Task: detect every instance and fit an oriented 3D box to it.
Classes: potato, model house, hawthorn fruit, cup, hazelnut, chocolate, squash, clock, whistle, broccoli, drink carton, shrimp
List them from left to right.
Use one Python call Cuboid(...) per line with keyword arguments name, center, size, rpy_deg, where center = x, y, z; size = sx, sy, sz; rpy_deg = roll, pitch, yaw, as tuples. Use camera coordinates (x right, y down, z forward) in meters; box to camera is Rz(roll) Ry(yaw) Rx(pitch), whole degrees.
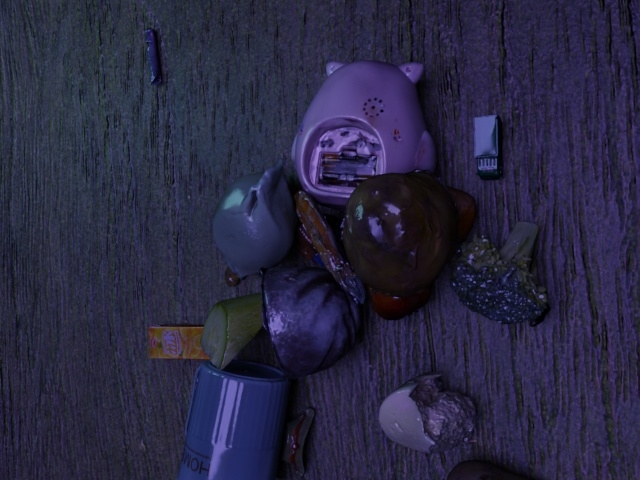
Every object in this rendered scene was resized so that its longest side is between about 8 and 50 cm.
Cuboid(name="whistle", center=(-0.504, -0.553, 2.172), size=(0.033, 0.033, 0.176), rpy_deg=(-11, 83, 24))
Cuboid(name="drink carton", center=(-0.384, 0.290, 2.068), size=(0.223, 0.071, 0.096), rpy_deg=(-3, 88, 24))
Cuboid(name="potato", center=(-0.243, 0.087, 2.025), size=(0.047, 0.045, 0.092), rpy_deg=(22, 103, -7))
Cuboid(name="cup", center=(-0.224, 0.484, 1.921), size=(0.257, 0.331, 0.311), rpy_deg=(11, 91, -9))
Cuboid(name="squash", center=(-0.203, 0.225, 1.897), size=(0.237, 0.155, 0.203), rpy_deg=(26, 101, 63))
Cuboid(name="chocolate", center=(-0.009, 0.187, 1.795), size=(0.213, 0.303, 0.303), rpy_deg=(-15, 82, 7))
Cuboid(name="model house", center=(0.000, 0.000, 1.859), size=(0.119, 0.149, 0.148), rpy_deg=(-43, 75, 20))
Cuboid(name="shrimp", center=(0.021, 0.011, 1.712), size=(0.062, 0.164, 0.316), rpy_deg=(-29, 73, -7))
Cuboid(name="clock", center=(0.102, -0.255, 1.764), size=(0.369, 0.250, 0.376), rpy_deg=(7, 91, 24))
Cuboid(name="hawthorn fruit", center=(0.180, 0.100, 1.771), size=(0.169, 0.169, 0.188), rpy_deg=(-33, 77, 20))
Cuboid(name="potato", center=(0.165, 0.001, 1.537), size=(0.289, 0.237, 0.301), rpy_deg=(43, 104, -3))
Cuboid(name="hazelnut", center=(0.298, -0.060, 1.743), size=(0.150, 0.150, 0.150), rpy_deg=(-1, 88, 25))
Cuboid(name="potato", center=(0.411, 0.604, 1.646), size=(0.262, 0.165, 0.164), rpy_deg=(20, 97, 17))
Cuboid(name="broccoli", center=(0.432, 0.072, 1.661), size=(0.247, 0.263, 0.243), rpy_deg=(34, 76, -11))

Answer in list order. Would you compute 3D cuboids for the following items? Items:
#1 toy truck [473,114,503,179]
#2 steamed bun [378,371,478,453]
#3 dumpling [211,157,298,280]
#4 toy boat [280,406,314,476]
Cuboid(name="toy truck", center=(0.403, -0.219, 1.720), size=(0.065, 0.079, 0.147), rpy_deg=(-1, 90, 24))
Cuboid(name="steamed bun", center=(0.254, 0.398, 1.687), size=(0.200, 0.225, 0.170), rpy_deg=(14, 94, 26))
Cuboid(name="dumpling", center=(-0.174, -0.065, 1.865), size=(0.321, 0.212, 0.269), rpy_deg=(-29, 63, 36))
Cuboid(name="toy boat", center=(-0.064, 0.533, 1.914), size=(0.071, 0.089, 0.184), rpy_deg=(9, 92, -19))
